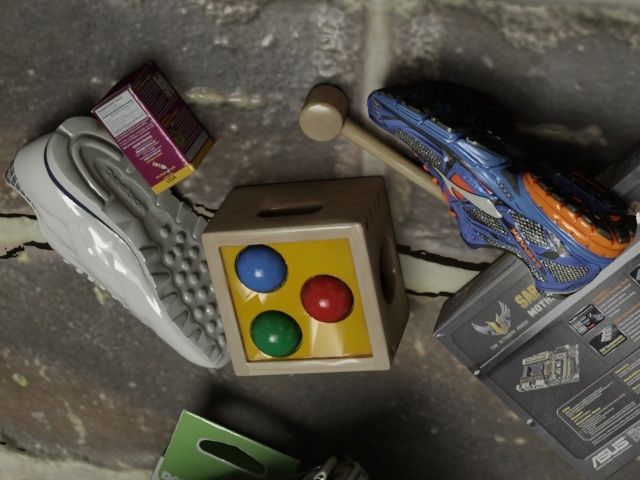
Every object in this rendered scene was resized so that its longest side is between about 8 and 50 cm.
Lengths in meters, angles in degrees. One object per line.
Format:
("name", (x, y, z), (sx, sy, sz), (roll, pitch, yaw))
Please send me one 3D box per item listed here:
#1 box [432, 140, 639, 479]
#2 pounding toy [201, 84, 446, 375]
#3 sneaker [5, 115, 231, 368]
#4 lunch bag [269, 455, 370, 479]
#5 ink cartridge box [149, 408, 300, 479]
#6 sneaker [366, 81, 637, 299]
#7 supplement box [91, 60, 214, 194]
("box", (0.228, 0.056, 1.221), (0.183, 0.056, 0.231), (43, 120, -8))
("pounding toy", (0.008, -0.006, 1.228), (0.181, 0.094, 0.206), (-4, 117, 17))
("sneaker", (-0.152, 0.009, 1.297), (0.095, 0.090, 0.235), (-27, 105, 41))
("lunch bag", (-0.017, 0.336, 1.258), (0.256, 0.212, 0.305), (-22, 98, 29))
("ink cartridge box", (-0.095, 0.226, 1.399), (0.109, 0.062, 0.209), (25, 121, 1))
("sneaker", (0.114, -0.037, 1.158), (0.221, 0.083, 0.087), (40, 121, 22))
("supplement box", (-0.127, -0.086, 1.245), (0.043, 0.055, 0.083), (-29, 106, 27))
